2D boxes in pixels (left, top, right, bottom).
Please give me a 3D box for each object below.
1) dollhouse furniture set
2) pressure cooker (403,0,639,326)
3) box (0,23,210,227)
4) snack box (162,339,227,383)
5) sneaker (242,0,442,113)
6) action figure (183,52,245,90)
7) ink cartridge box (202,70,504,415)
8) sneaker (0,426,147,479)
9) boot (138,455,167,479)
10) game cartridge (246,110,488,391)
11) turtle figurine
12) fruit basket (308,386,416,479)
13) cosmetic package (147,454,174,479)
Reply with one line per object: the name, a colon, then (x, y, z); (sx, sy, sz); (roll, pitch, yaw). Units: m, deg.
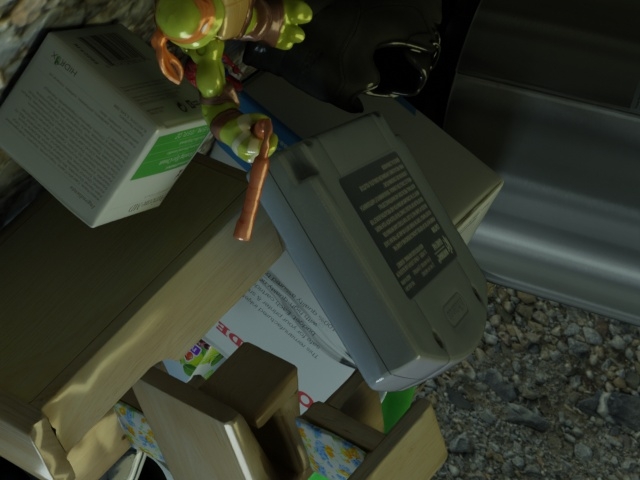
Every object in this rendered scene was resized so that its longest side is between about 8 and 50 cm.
dollhouse furniture set: (-0.126, 0.152, 1.372); (0.256, 0.362, 0.394); (-45, 140, -27)
pressure cooker: (0.255, -0.124, 1.714); (0.370, 0.420, 0.375); (-46, 144, -46)
box: (-0.141, -0.077, 1.169); (0.087, 0.102, 0.101); (-52, 169, 21)
snack box: (-0.138, 0.124, 1.892); (0.207, 0.070, 0.174); (-54, 169, 26)
sneaker: (0.055, -0.182, 1.510); (0.286, 0.130, 0.109); (-40, 163, -45)
action figure: (-0.084, -0.130, 1.407); (0.038, 0.030, 0.115); (-45, 166, -1)
ink cartridge box: (0.000, 0.000, 1.637); (0.129, 0.223, 0.307); (-41, 166, -39)
sneaker: (-0.277, 0.254, 1.643); (0.321, 0.126, 0.127); (-56, 160, 3)
boot: (-0.161, 0.347, 1.816); (0.088, 0.244, 0.176); (-16, 153, -3)
game cartridge: (0.047, 0.007, 1.320); (0.062, 0.198, 0.297); (-27, -179, 16)
turtle figurine: (-0.063, -0.147, 1.155); (0.217, 0.087, 0.269); (-48, 130, -68)
fruit basket: (0.006, 0.128, 1.975); (0.327, 0.165, 0.353); (-52, -160, 38)
cosmetic package: (-0.226, 0.372, 2.272); (0.377, 0.097, 0.284); (-55, 166, 24)
